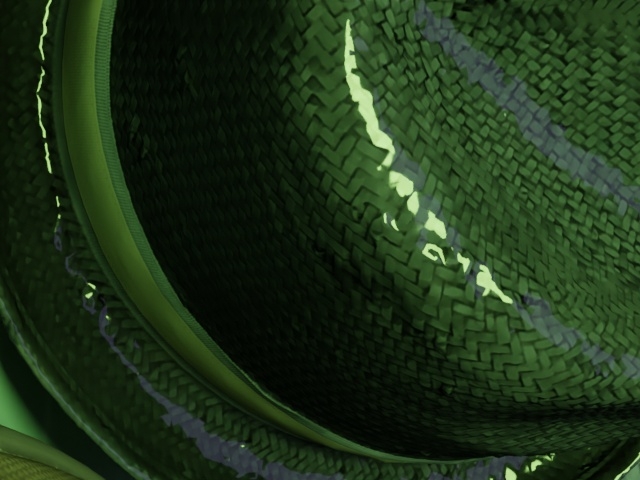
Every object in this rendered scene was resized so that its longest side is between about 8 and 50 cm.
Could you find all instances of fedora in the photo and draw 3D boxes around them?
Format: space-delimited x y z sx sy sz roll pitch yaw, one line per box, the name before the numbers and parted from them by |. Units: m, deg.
fedora | 0.058 -0.025 0.479 0.334 0.152 0.334 -4 98 -26

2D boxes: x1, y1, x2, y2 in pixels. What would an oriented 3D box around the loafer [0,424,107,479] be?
loafer | -0.015 0.156 0.364 0.366 0.130 0.133 49 62 -49
